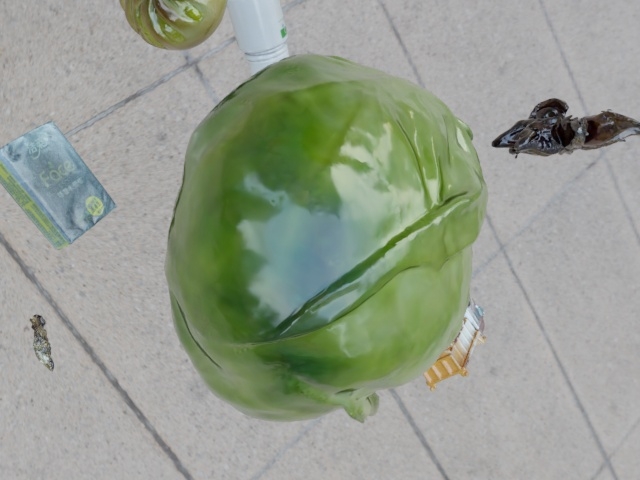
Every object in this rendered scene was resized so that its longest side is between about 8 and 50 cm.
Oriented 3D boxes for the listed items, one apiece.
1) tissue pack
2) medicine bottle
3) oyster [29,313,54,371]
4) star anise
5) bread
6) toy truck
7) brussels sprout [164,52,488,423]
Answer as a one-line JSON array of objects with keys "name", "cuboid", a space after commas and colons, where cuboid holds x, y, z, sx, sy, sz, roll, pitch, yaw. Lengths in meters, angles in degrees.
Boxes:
[{"name": "tissue pack", "cuboid": [-0.628, -0.129, 1.474, 0.257, 0.081, 0.185, 56, 35, -18]}, {"name": "medicine bottle", "cuboid": [-0.156, -0.548, 1.653, 0.139, 0.139, 0.237, -35, 130, -22]}, {"name": "oyster", "cuboid": [-0.623, 0.230, 1.410, 0.029, 0.086, 0.132, -19, 91, -12]}, {"name": "star anise", "cuboid": [0.432, -0.202, 1.096, 0.271, 0.272, 0.103, -8, 93, -28]}, {"name": "bread", "cuboid": [-0.237, -0.409, 0.979, 0.104, 0.213, 0.213, -14, 101, -61]}, {"name": "toy truck", "cuboid": [0.300, 0.220, 1.437, 0.135, 0.114, 0.270, 56, 31, -3]}, {"name": "brussels sprout", "cuboid": [0.003, 0.003, 0.709, 0.342, 0.361, 0.426, 9, 98, 15]}]
